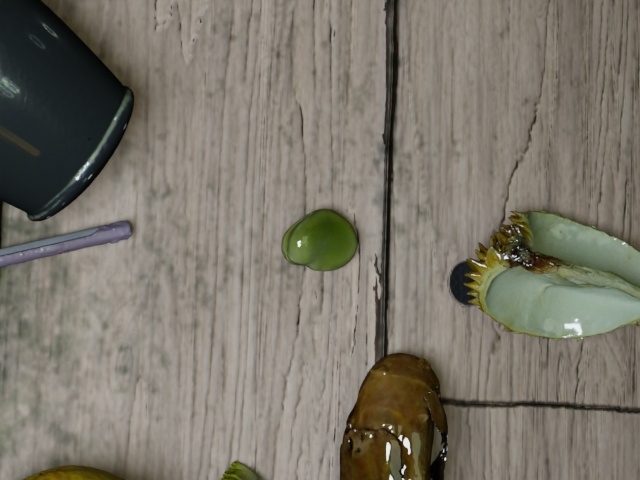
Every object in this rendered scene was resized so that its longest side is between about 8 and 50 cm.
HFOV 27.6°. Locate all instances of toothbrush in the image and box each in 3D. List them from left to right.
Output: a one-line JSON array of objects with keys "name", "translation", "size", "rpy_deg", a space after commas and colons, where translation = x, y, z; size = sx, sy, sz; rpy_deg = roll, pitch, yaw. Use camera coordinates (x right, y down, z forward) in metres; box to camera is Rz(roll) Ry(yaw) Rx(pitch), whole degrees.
[{"name": "toothbrush", "translation": [-0.334, 0.033, 1.149], "size": [0.354, 0.024, 0.029], "rpy_deg": [-14, 96, -25]}]

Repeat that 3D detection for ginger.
[{"name": "ginger", "translation": [0.079, 0.265, 1.277], "size": [0.133, 0.107, 0.309], "rpy_deg": [3, 82, -48]}]

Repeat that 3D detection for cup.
[{"name": "cup", "translation": [-0.280, -0.099, 1.129], "size": [0.176, 0.169, 0.223], "rpy_deg": [36, 106, -25]}]

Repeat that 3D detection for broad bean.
[{"name": "broad bean", "translation": [0.000, 0.000, 1.299], "size": [0.083, 0.045, 0.063], "rpy_deg": [-5, 88, -33]}]

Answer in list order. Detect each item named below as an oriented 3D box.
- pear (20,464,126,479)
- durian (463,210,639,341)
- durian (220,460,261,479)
[{"name": "pear", "translation": [-0.208, 0.287, 1.081], "size": [0.209, 0.209, 0.209], "rpy_deg": [3, 83, -25]}, {"name": "durian", "translation": [0.266, 0.031, 1.367], "size": [0.252, 0.139, 0.144], "rpy_deg": [23, 71, -21]}, {"name": "durian", "translation": [-0.039, 0.389, 1.182], "size": [0.169, 0.157, 0.355], "rpy_deg": [-22, 94, -42]}]
